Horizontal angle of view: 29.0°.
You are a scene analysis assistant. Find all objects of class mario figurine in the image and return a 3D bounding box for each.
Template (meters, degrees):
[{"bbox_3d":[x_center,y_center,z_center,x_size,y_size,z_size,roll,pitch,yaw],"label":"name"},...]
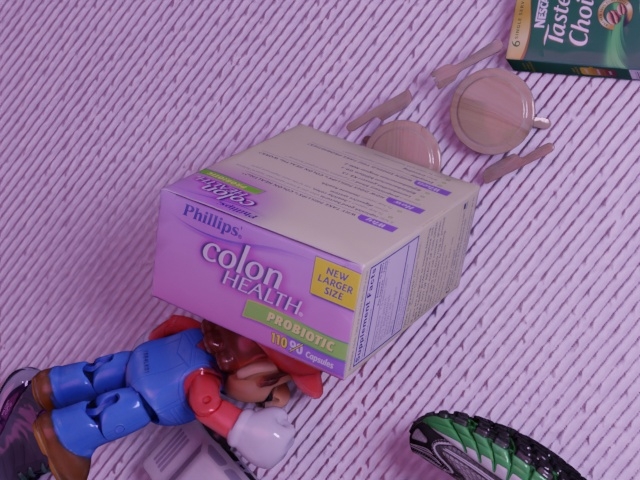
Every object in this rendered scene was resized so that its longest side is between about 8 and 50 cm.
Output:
[{"bbox_3d":[-0.120,0.159,1.265,0.321,0.170,0.198,-20,74,3],"label":"mario figurine"}]

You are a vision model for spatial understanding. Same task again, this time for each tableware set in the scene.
[{"bbox_3d":[0.133,-0.107,1.271,0.194,0.039,0.128,-27,83,21],"label":"tableware set"}]

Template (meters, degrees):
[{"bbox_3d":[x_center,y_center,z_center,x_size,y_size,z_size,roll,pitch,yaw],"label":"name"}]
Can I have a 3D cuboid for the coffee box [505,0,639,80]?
[{"bbox_3d":[0.283,-0.219,1.227,0.184,0.040,0.113,10,84,23],"label":"coffee box"}]

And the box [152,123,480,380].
[{"bbox_3d":[0.000,0.000,1.180,0.214,0.243,0.117,21,118,24],"label":"box"}]

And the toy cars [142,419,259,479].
[{"bbox_3d":[-0.106,0.363,1.249,0.176,0.087,0.393,-9,77,20],"label":"toy cars"}]

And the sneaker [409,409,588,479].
[{"bbox_3d":[0.201,0.285,1.114,0.343,0.134,0.146,43,98,23],"label":"sneaker"}]

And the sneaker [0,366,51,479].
[{"bbox_3d":[-0.338,0.257,1.370,0.098,0.083,0.223,23,90,17],"label":"sneaker"}]
